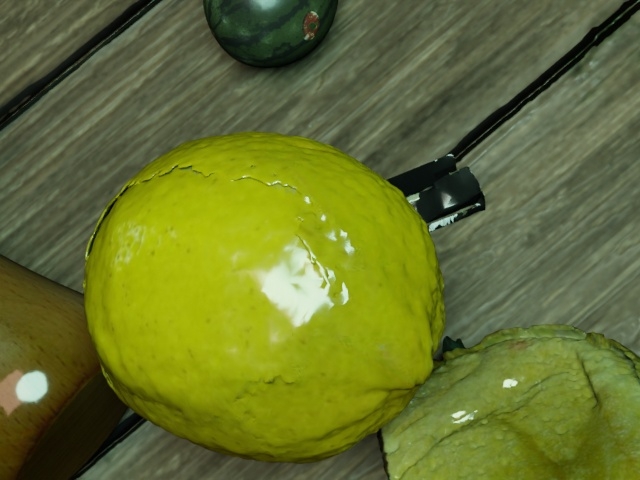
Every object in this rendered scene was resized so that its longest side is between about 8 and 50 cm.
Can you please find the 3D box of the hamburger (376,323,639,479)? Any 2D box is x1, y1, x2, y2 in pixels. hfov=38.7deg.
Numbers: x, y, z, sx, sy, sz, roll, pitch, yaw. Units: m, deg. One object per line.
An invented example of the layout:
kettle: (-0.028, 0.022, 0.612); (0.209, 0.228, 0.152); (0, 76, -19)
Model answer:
hamburger: (0.147, 0.156, 0.508); (0.211, 0.309, 0.133); (-23, 113, 10)

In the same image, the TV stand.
TV stand: (0.000, 0.000, 0.687); (0.249, 0.036, 0.042); (-21, 74, 6)

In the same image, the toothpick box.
toothpick box: (-0.282, 0.051, 0.659); (0.294, 0.192, 0.192); (35, 85, 12)

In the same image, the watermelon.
watermelon: (-0.029, -0.196, 0.707); (0.133, 0.105, 0.105); (-38, 72, 2)

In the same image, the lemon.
lemon: (-0.037, 0.033, 0.565); (0.260, 0.204, 0.204); (15, 78, 38)
